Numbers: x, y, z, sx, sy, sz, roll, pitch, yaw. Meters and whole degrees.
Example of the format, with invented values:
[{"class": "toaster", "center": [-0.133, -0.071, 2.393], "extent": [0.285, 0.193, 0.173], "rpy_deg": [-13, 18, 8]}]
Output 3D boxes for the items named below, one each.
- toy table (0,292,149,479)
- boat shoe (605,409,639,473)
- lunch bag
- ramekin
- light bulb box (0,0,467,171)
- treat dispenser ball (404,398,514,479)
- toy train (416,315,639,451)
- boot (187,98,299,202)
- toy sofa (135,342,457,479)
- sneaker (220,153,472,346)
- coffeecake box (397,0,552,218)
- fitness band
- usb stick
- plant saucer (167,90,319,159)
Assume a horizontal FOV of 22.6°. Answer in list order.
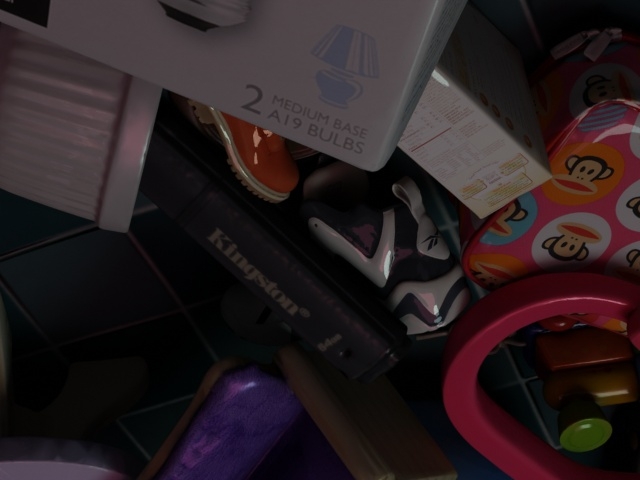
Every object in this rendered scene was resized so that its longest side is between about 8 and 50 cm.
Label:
[{"class": "toy table", "center": [-0.283, 0.182, 1.421], "extent": [0.274, 0.160, 0.252], "rpy_deg": [3, 137, -11]}, {"class": "boat shoe", "center": [0.351, 0.297, 1.659], "extent": [0.120, 0.122, 0.324], "rpy_deg": [-4, 139, -7]}, {"class": "lunch bag", "center": [0.274, -0.043, 1.271], "extent": [0.293, 0.120, 0.258], "rpy_deg": [19, 131, -25]}, {"class": "ramekin", "center": [-0.160, -0.116, 1.081], "extent": [0.109, 0.207, 0.207], "rpy_deg": [12, 135, -8]}, {"class": "light bulb box", "center": [-0.053, -0.286, 0.805], "extent": [0.358, 0.225, 0.361], "rpy_deg": [22, 136, 4]}, {"class": "treat dispenser ball", "center": [0.102, 0.293, 1.495], "extent": [0.288, 0.288, 0.288], "rpy_deg": [-4, 138, -3]}, {"class": "toy train", "center": [0.218, 0.128, 1.435], "extent": [0.248, 0.143, 0.105], "rpy_deg": [-8, 138, 1]}, {"class": "boot", "center": [-0.038, -0.092, 1.184], "extent": [0.085, 0.059, 0.158], "rpy_deg": [-22, 135, 10]}, {"class": "toy sofa", "center": [-0.072, 0.261, 1.342], "extent": [0.177, 0.150, 0.362], "rpy_deg": [5, 130, -49]}, {"class": "sneaker", "center": [0.000, 0.000, 1.317], "extent": [0.235, 0.094, 0.153], "rpy_deg": [-2, 113, 41]}, {"class": "coffeecake box", "center": [0.077, -0.125, 1.138], "extent": [0.068, 0.142, 0.185], "rpy_deg": [-32, 132, 25]}, {"class": "fitness band", "center": [0.230, 0.134, 1.320], "extent": [0.209, 0.054, 0.291], "rpy_deg": [-32, 123, 31]}, {"class": "usb stick", "center": [-0.047, 0.005, 1.250], "extent": [0.278, 0.045, 0.077], "rpy_deg": [42, 132, -6]}, {"class": "plant saucer", "center": [-0.033, -0.116, 1.221], "extent": [0.169, 0.029, 0.168], "rpy_deg": [-3, 139, -3]}]
